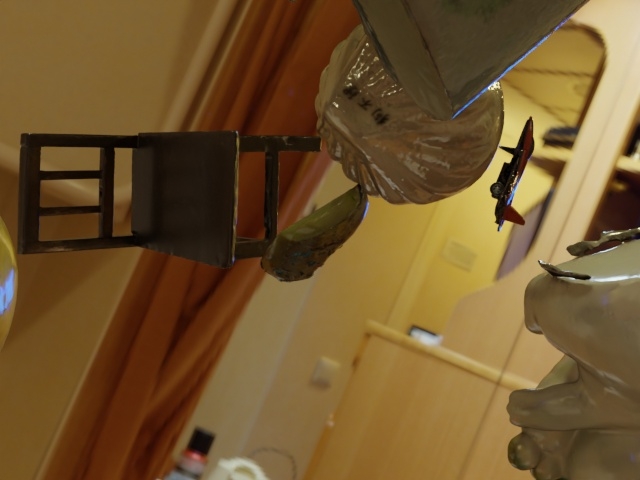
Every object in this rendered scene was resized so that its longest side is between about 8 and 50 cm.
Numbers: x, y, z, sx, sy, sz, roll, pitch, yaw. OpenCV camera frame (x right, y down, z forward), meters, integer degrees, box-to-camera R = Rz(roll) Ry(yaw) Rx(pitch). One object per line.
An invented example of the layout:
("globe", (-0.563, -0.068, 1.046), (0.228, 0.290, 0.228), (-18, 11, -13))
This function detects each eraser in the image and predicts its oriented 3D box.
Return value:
("eraser", (0.130, -0.218, 0.762), (0.081, 0.227, 0.174), (37, -17, 48))

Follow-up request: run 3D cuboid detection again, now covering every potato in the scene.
("potato", (0.000, 0.000, 1.506), (0.054, 0.198, 0.119), (59, 17, 23))

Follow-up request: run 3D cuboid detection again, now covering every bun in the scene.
("bun", (0.083, -0.161, 1.353), (0.263, 0.263, 0.175), (21, 25, 32))

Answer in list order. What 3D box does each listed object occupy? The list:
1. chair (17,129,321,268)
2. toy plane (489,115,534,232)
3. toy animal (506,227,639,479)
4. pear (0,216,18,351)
("chair", (-0.213, -0.070, 1.605), (0.241, 0.203, 0.416), (8, 8, 33))
("toy plane", (0.303, -0.106, 1.688), (0.061, 0.189, 0.130), (7, 0, 12))
("toy animal", (0.289, 0.140, 0.828), (0.183, 0.309, 0.247), (-22, 12, -38))
("pear", (-0.401, 0.019, 0.649), (0.363, 0.362, 0.418), (21, 2, 33))
